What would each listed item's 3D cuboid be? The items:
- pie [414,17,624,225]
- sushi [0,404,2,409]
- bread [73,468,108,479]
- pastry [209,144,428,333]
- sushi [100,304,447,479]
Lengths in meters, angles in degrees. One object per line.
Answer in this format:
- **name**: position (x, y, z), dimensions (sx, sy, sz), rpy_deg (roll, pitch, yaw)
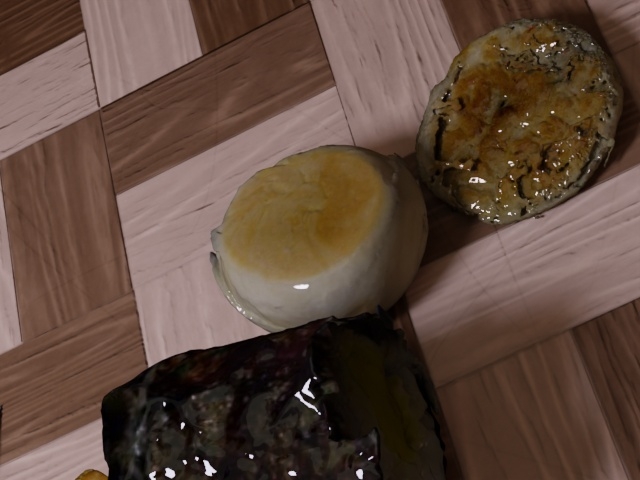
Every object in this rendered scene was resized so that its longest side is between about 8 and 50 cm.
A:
- **pie**: position (0.230, -0.143, 2.023), dimensions (0.274, 0.055, 0.274), rpy_deg (-15, 57, 24)
- **sushi**: position (-0.585, 0.354, 2.082), dimensions (0.343, 0.064, 0.359), rpy_deg (-15, 39, 20)
- **bread**: position (-0.235, 0.354, 1.877), dimensions (0.143, 0.149, 0.158), rpy_deg (-46, 48, -11)
- **pastry**: position (0.002, -0.001, 1.998), dimensions (0.265, 0.133, 0.264), rpy_deg (-15, 51, 20)
- **sushi**: position (-0.031, 0.229, 1.757), dimensions (0.294, 0.299, 0.281), rpy_deg (-21, 78, 19)
